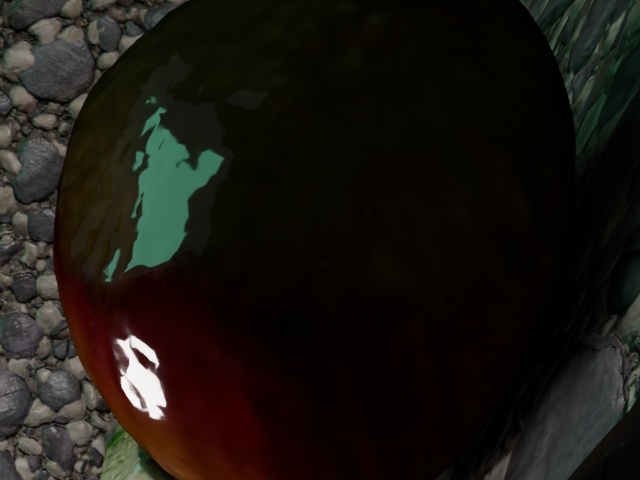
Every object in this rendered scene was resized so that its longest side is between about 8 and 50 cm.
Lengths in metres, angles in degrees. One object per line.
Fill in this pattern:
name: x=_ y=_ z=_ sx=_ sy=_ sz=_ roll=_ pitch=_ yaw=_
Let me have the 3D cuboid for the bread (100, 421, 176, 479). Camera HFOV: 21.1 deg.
bread: x=-0.058 y=0.137 z=1.589 sx=0.382 sy=0.129 sz=0.366 roll=-53 pitch=17 yaw=-9

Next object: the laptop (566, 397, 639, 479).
laptop: x=0.145 y=0.160 z=0.808 sx=0.154 sy=0.026 sz=0.207 roll=-56 pitch=10 yaw=33

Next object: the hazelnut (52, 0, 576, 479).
hazelnut: x=0.000 y=0.000 z=1.208 sx=0.421 sy=0.352 sz=0.421 roll=2 pitch=-90 yaw=-90
